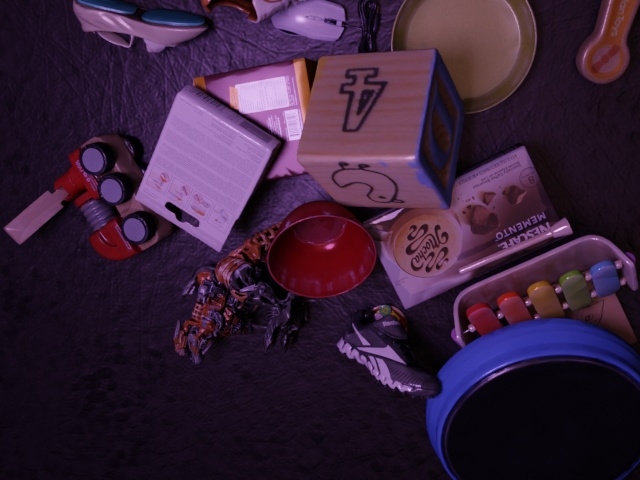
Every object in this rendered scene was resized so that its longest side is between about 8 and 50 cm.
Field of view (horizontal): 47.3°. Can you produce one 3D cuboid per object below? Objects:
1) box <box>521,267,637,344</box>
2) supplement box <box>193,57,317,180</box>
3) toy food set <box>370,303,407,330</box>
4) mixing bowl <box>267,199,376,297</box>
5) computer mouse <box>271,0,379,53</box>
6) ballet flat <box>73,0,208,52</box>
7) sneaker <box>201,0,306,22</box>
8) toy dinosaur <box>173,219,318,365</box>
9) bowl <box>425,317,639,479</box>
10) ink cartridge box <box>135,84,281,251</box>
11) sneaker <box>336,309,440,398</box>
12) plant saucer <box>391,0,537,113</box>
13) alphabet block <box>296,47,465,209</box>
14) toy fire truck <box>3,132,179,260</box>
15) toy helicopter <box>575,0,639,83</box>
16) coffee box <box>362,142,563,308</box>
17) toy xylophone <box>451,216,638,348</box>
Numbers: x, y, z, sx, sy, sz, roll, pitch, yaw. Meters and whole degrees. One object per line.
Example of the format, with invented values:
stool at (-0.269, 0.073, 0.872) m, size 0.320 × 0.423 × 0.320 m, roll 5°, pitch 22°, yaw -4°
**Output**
box at (0.446, 0.121, 1.304) m, size 0.164 × 0.021 × 0.201 m, roll -24°, pitch 96°, yaw 12°
supplement box at (-0.095, -0.201, 1.268) m, size 0.194 × 0.129 × 0.192 m, roll -8°, pitch 100°, yaw 10°
toy food set at (0.119, 0.160, 1.360) m, size 0.082 × 0.020 × 0.083 m, roll 42°, pitch 104°, yaw -1°
mixing bowl at (0.000, 0.000, 1.236) m, size 0.181 × 0.098 × 0.182 m, roll -2°, pitch 130°, yaw -3°
computer mouse at (0.004, -0.378, 1.265) m, size 0.192 × 0.042 × 0.106 m, roll 10°, pitch 103°, yaw 6°
ballet flat at (-0.319, -0.379, 1.303) m, size 0.248 × 0.086 × 0.086 m, roll 15°, pitch 102°, yaw 7°
sneaker at (-0.060, -0.411, 1.205) m, size 0.289 × 0.106 × 0.123 m, roll -2°, pitch 78°, yaw -8°
toy dinosaur at (-0.135, 0.094, 1.326) m, size 0.218 × 0.164 × 0.322 m, roll 36°, pitch 112°, yaw 16°
bowl at (0.377, 0.310, 1.250) m, size 0.390 × 0.077 × 0.391 m, roll 0°, pitch 121°, yaw 0°
ink cartridge box at (-0.191, -0.116, 1.218) m, size 0.181 × 0.056 × 0.225 m, roll 32°, pitch 124°, yaw 2°
sneaker at (0.121, 0.188, 1.271) m, size 0.234 × 0.078 × 0.106 m, roll 28°, pitch 105°, yaw 47°
plant saucer at (0.241, -0.336, 1.241) m, size 0.240 × 0.037 × 0.241 m, roll 1°, pitch 101°, yaw 7°
alphabet block at (0.102, -0.172, 1.163) m, size 0.197 × 0.192 × 0.194 m, roll 3°, pitch 69°, yaw 27°
toy fire truck at (-0.426, -0.049, 1.348) m, size 0.246 × 0.158 × 0.217 m, roll -27°, pitch 96°, yaw 24°
toy helicopter at (0.508, -0.423, 1.159) m, size 0.234 × 0.140 × 0.355 m, roll 10°, pitch 113°, yaw -3°
coffee box at (0.244, -0.027, 1.255) m, size 0.297 × 0.119 × 0.168 m, roll -25°, pitch 94°, yaw 12°
toy xylophone at (0.351, 0.081, 1.205) m, size 0.322 × 0.236 × 0.081 m, roll -31°, pitch 54°, yaw 20°
